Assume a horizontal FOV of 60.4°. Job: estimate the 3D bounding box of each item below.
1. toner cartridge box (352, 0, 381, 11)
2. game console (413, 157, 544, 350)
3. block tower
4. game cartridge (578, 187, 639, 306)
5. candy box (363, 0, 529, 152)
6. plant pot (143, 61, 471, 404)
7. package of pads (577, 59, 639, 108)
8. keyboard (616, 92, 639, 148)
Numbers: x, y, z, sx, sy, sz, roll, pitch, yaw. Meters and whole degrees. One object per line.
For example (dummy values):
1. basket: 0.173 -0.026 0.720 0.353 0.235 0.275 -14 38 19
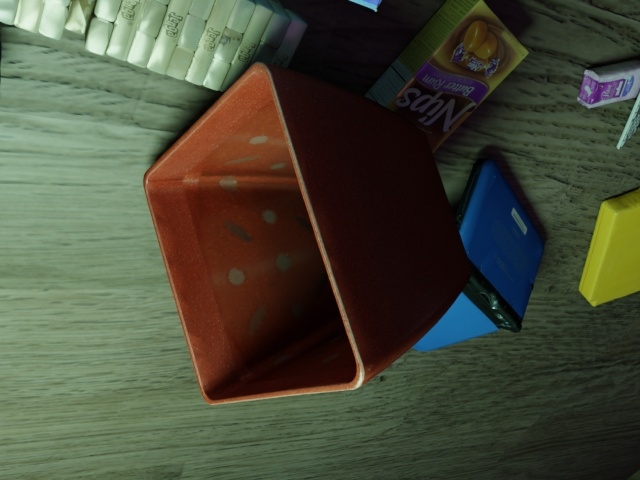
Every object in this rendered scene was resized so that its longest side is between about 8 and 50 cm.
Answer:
1. toner cartridge box: -0.114 -0.275 0.375 0.348 0.165 0.075 8 128 -29
2. game console: 0.210 0.041 0.883 0.293 0.173 0.250 39 68 -45
3. block tower: -0.184 -0.215 0.454 0.336 0.097 0.091 12 125 -30
4. game cartridge: 0.664 -0.017 1.052 0.324 0.052 0.285 -18 136 -4
5. candy box: 0.139 -0.186 0.652 0.109 0.053 0.186 24 120 -39
6. plant pot: 0.000 0.000 0.588 0.236 0.267 0.267 -11 171 -41
7. package of pads: 0.400 -0.215 0.753 0.083 0.032 0.050 -14 133 -11
8. keyboard: 0.458 -0.244 0.739 0.072 0.014 0.256 -43 147 -34
